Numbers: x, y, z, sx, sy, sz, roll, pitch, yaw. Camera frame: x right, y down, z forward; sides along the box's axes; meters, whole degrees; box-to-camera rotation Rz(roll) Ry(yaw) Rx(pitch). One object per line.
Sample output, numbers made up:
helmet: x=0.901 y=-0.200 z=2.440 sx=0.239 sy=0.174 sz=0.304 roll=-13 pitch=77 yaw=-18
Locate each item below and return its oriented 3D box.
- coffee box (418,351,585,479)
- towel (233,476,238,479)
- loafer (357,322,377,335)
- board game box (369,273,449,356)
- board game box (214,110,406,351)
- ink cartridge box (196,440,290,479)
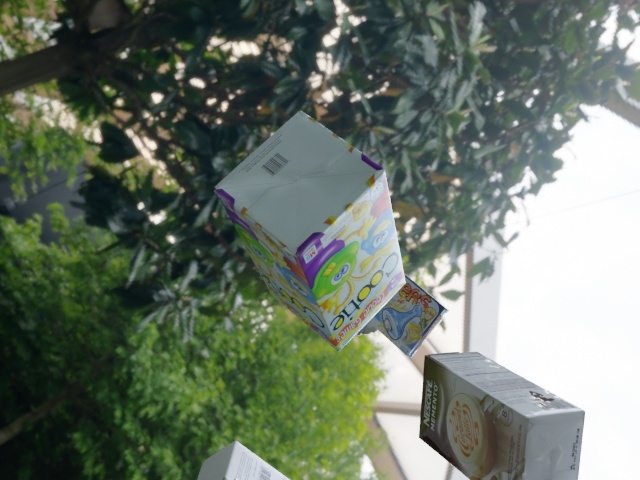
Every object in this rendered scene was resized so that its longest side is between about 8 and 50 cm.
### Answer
coffee box: x=0.243 y=0.259 z=1.049 sx=0.246 sy=0.098 sz=0.141 roll=-157 pitch=-112 yaw=-66
towel: x=-0.133 y=0.444 z=1.253 sx=0.060 sy=0.010 sz=0.083 roll=-87 pitch=157 yaw=-87
loafer: x=0.071 y=0.083 z=1.858 sx=0.112 sy=0.112 sz=0.319 roll=98 pitch=-16 yaw=-57
board game box: x=0.167 y=0.143 z=1.672 sx=0.201 sy=0.136 sz=0.035 roll=40 pitch=5 yaw=29
board game box: x=0.000 y=0.000 z=0.941 sx=0.142 sy=0.144 sz=0.275 roll=38 pitch=-16 yaw=27
ink cartridge box: x=-0.122 y=0.571 z=1.501 sx=0.278 sy=0.201 sz=0.117 roll=41 pitch=-60 yaw=-18
